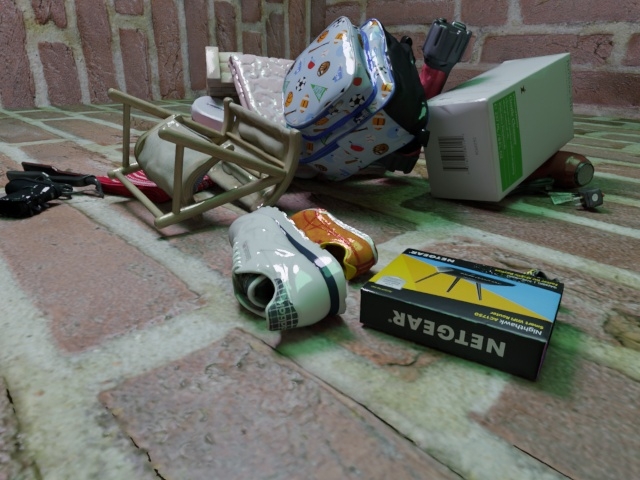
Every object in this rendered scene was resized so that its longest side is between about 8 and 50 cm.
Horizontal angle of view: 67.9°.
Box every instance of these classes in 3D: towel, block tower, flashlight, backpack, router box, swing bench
[{"bbox_3d":[-0.315,-0.139,1.026,0.198,0.031,0.275,13,24,25],"label":"towel"},{"bbox_3d":[-0.248,-0.345,1.230,0.097,0.091,0.335,-5,-19,-14],"label":"block tower"},{"bbox_3d":[-0.018,-0.291,1.088,0.331,0.053,0.317,-5,63,-33],"label":"towel"},{"bbox_3d":[0.203,-0.288,0.978,0.103,0.304,0.103,6,40,-17],"label":"flashlight"},{"bbox_3d":[0.045,-0.246,0.881,0.213,0.263,0.277,23,48,-29],"label":"backpack"},{"bbox_3d":[0.149,0.066,0.500,0.178,0.046,0.133,13,25,28],"label":"router box"},{"bbox_3d":[-0.211,-0.153,0.846,0.254,0.165,0.253,-9,31,-38],"label":"swing bench"}]

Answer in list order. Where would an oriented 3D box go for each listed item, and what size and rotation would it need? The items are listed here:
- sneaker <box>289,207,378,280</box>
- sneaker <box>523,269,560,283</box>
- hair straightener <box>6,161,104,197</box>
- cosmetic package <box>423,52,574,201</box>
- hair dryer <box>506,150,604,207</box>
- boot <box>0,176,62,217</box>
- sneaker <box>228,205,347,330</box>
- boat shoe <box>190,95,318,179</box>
[{"bbox_3d":[0.000,0.000,0.644,0.067,0.064,0.175,-25,29,-29],"label":"sneaker"},{"bbox_3d":[0.248,0.048,0.563,0.031,0.035,0.083,-14,26,-35],"label":"sneaker"},{"bbox_3d":[-0.529,-0.105,0.935,0.230,0.047,0.089,13,42,16],"label":"hair straightener"},{"bbox_3d":[0.369,-0.239,0.970,0.365,0.197,0.155,-34,28,-34],"label":"cosmetic package"},{"bbox_3d":[0.455,-0.146,1.004,0.223,0.080,0.293,7,22,17],"label":"hair dryer"},{"bbox_3d":[-0.536,-0.075,0.841,0.121,0.045,0.099,4,27,12],"label":"boot"},{"bbox_3d":[-0.067,0.026,0.551,0.094,0.090,0.235,-21,28,-25],"label":"sneaker"},{"bbox_3d":[-0.151,-0.222,1.115,0.335,0.119,0.121,30,50,10],"label":"boat shoe"}]
